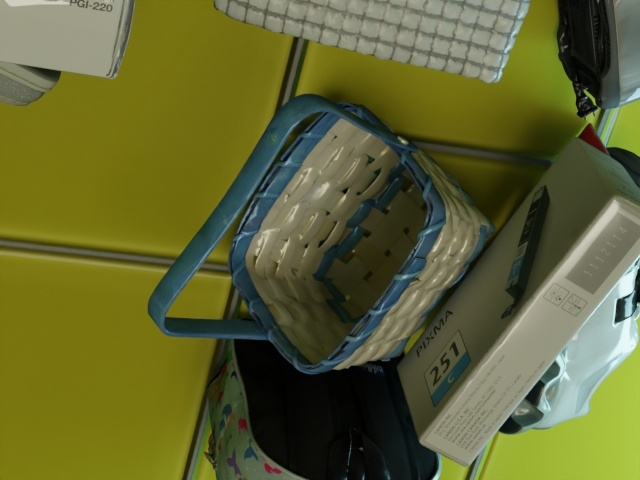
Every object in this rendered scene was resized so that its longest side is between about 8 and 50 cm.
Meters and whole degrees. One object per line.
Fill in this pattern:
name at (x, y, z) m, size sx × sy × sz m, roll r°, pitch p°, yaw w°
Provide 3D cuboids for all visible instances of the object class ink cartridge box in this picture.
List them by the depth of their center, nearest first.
ink cartridge box at (-0.239, -0.224, 1.153) m, size 0.159 × 0.218 × 0.092 m, roll 7°, pitch 119°, yaw -17°
ink cartridge box at (0.182, 0.031, 1.384) m, size 0.066 × 0.261 × 0.296 m, roll 30°, pitch 109°, yaw -18°

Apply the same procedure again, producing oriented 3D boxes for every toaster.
toaster at (0.302, -0.224, 1.335) m, size 0.146 × 0.129 × 0.227 m, roll -17°, pitch 121°, yaw -6°

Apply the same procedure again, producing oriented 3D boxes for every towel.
towel at (0.061, -0.288, 1.250) m, size 0.284 × 0.121 × 0.235 m, roll 10°, pitch 116°, yaw -17°

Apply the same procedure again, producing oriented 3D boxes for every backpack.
backpack at (-0.001, 0.211, 1.445) m, size 0.225 × 0.253 × 0.191 m, roll 9°, pitch 117°, yaw -19°

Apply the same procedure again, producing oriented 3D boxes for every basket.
basket at (0.000, 0.000, 1.334) m, size 0.254 × 0.201 × 0.289 m, roll -52°, pitch 148°, yaw 17°

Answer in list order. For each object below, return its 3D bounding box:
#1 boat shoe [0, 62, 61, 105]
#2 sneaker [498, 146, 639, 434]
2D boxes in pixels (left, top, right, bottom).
boat shoe at (-0.377, -0.190, 1.208) m, size 0.320 × 0.118 × 0.103 m, roll 22°, pitch 119°, yaw -19°
sneaker at (0.285, 0.052, 1.515) m, size 0.146 × 0.122 × 0.330 m, roll 2°, pitch 120°, yaw -35°
